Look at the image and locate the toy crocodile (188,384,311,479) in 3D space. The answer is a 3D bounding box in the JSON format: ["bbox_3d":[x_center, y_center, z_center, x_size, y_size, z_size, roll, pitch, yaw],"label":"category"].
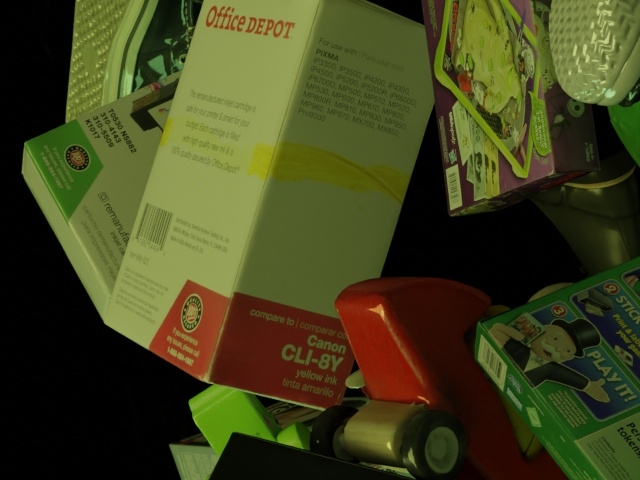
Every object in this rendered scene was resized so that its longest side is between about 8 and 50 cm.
[{"bbox_3d":[-0.013,0.283,1.905,0.340,0.115,0.105,51,-170,-4],"label":"toy crocodile"}]

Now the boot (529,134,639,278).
[{"bbox_3d":[0.211,-0.020,1.604,0.198,0.077,0.137,21,134,65],"label":"boot"}]

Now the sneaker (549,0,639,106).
[{"bbox_3d":[0.268,-0.234,1.178,0.137,0.210,0.366,126,155,-65],"label":"sneaker"}]

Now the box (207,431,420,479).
[{"bbox_3d":[0.047,0.266,1.517,0.261,0.103,0.184,10,153,37],"label":"box"}]

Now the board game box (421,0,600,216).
[{"bbox_3d":[0.140,-0.206,1.513,0.208,0.056,0.346,153,111,-73],"label":"board game box"}]

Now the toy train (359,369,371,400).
[{"bbox_3d":[0.104,0.170,2.023,0.248,0.105,0.143,40,158,52],"label":"toy train"}]

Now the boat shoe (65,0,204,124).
[{"bbox_3d":[-0.204,-0.281,2.284,0.187,0.156,0.500,57,145,41],"label":"boat shoe"}]

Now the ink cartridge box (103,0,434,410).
[{"bbox_3d":[-0.047,-0.056,1.836,0.279,0.160,0.384,22,95,63],"label":"ink cartridge box"}]

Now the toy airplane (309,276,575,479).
[{"bbox_3d":[0.197,0.170,1.621,0.386,0.272,0.384,23,156,12],"label":"toy airplane"}]

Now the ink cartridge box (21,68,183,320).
[{"bbox_3d":[-0.160,-0.066,2.047,0.201,0.278,0.117,60,163,11],"label":"ink cartridge box"}]

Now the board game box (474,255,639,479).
[{"bbox_3d":[0.287,0.141,1.360,0.317,0.213,0.046,54,154,37],"label":"board game box"}]

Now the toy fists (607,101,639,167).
[{"bbox_3d":[0.246,-0.170,1.343,0.142,0.096,0.279,134,113,-78],"label":"toy fists"}]

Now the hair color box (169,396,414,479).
[{"bbox_3d":[-0.044,0.279,2.350,0.374,0.185,0.113,-13,97,69],"label":"hair color box"}]
